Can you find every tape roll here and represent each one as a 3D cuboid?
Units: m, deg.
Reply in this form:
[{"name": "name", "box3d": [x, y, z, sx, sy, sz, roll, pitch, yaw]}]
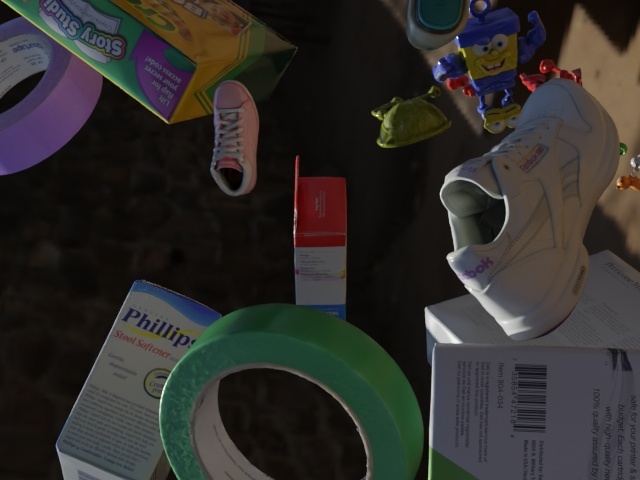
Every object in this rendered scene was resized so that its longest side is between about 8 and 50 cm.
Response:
[{"name": "tape roll", "box3d": [-0.037, 0.234, 1.788, 0.077, 0.321, 0.321, -53, -19, -58]}, {"name": "tape roll", "box3d": [-0.493, -0.239, 2.381, 0.090, 0.274, 0.275, 53, -155, -44]}]

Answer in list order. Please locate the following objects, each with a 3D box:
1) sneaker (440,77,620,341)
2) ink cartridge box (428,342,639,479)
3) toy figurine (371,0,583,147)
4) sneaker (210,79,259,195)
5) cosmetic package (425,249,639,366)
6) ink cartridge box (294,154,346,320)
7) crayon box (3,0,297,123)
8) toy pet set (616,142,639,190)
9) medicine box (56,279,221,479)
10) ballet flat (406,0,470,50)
[{"name": "sneaker", "box3d": [0.196, -0.060, 1.389, 0.114, 0.152, 0.305, -29, 33, 42]}, {"name": "ink cartridge box", "box3d": [0.235, 0.197, 1.313, 0.115, 0.272, 0.198, 48, -135, -79]}, {"name": "toy figurine", "box3d": [0.244, -0.310, 2.433, 0.191, 0.362, 0.217, -107, 3, -56]}, {"name": "sneaker", "box3d": [-0.099, -0.113, 1.671, 0.070, 0.051, 0.134, -54, -40, -75]}, {"name": "cosmetic package", "box3d": [0.340, 0.164, 1.781, 0.377, 0.284, 0.097, -134, 32, -53]}, {"name": "ink cartridge box", "box3d": [0.000, 0.000, 2.179, 0.134, 0.078, 0.231, -90, 0, -49]}, {"name": "crayon box", "box3d": [-0.254, -0.319, 2.051, 0.106, 0.363, 0.313, -59, -13, 21]}, {"name": "toy pet set", "box3d": [0.369, -0.074, 1.569, 0.065, 0.114, 0.122, -62, -2, -45]}, {"name": "medicine box", "box3d": [-0.275, 0.248, 2.260, 0.263, 0.149, 0.289, 106, -174, -68]}, {"name": "ballet flat", "box3d": [0.139, -0.321, 1.615, 0.086, 0.086, 0.248, 138, 147, -71]}]
